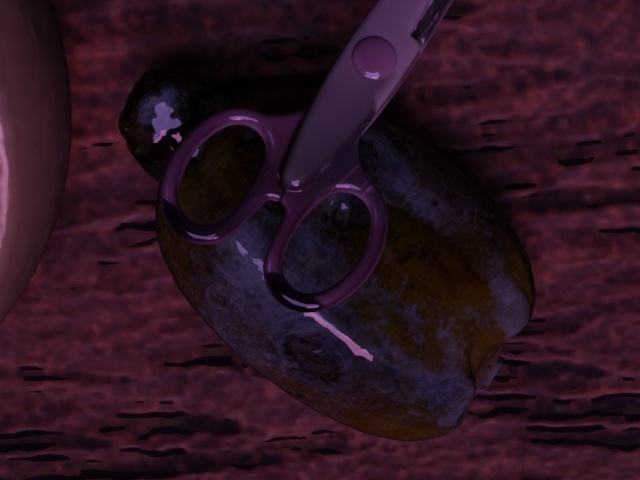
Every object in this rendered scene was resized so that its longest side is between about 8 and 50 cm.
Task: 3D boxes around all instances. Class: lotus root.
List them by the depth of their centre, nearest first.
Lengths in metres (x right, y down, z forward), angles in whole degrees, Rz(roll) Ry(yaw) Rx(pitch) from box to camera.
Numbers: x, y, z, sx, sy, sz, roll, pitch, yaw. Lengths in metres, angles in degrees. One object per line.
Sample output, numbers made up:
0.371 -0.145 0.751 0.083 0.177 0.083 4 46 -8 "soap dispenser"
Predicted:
0.000 0.000 0.745 0.192 0.088 0.113 38 91 -16 "lotus root"

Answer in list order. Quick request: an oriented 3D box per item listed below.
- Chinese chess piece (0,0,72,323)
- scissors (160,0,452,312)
-0.229 -0.049 0.720 0.273 0.102 0.273 1 117 2 "Chinese chess piece"
0.016 -0.061 0.699 0.085 0.022 0.176 33 79 5 "scissors"
